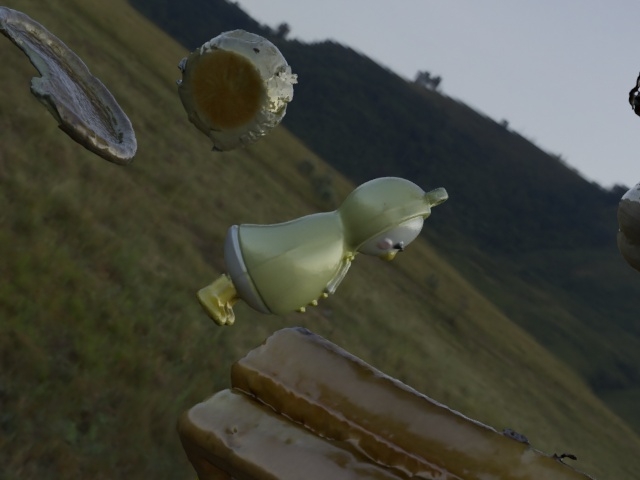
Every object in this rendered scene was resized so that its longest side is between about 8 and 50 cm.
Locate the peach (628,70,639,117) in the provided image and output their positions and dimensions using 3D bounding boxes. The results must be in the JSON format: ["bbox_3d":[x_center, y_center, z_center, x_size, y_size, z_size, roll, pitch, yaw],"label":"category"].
[{"bbox_3d":[0.381,-0.118,0.803,0.068,0.279,0.189,-111,-167,-68],"label":"peach"}]

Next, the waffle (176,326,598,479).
[{"bbox_3d":[0.088,0.188,0.532,0.328,0.098,0.224,23,-34,38],"label":"waffle"}]

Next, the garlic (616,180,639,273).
[{"bbox_3d":[0.546,-0.056,1.641,0.143,0.229,0.178,29,3,-43],"label":"garlic"}]

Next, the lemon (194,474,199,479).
[{"bbox_3d":[-0.076,0.215,0.867,0.083,0.062,0.062,61,-6,-8],"label":"lemon"}]

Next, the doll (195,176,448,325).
[{"bbox_3d":[0.005,0.011,1.165,0.141,0.296,0.117,45,27,-76],"label":"doll"}]

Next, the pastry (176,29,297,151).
[{"bbox_3d":[-0.115,-0.207,1.431,0.166,0.166,0.088,36,23,7],"label":"pastry"}]

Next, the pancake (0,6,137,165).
[{"bbox_3d":[-0.365,-0.224,1.488,0.286,0.033,0.288,45,10,-27],"label":"pancake"}]
